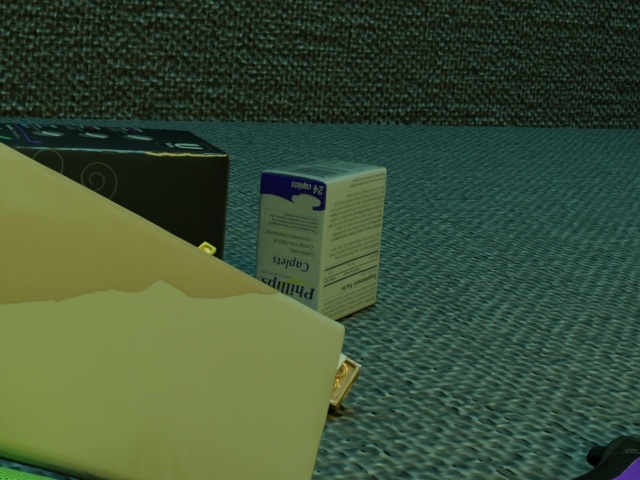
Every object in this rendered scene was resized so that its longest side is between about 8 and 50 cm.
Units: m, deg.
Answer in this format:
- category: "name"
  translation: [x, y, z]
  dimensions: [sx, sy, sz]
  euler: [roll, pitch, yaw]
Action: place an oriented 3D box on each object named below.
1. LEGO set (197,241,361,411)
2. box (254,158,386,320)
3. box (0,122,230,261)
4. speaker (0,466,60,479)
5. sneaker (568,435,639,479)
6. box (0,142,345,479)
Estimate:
- category: "LEGO set"
  translation: [-0.118, 0.078, 0.941]
  dimensions: [0.287, 0.107, 0.132]
  euler: [7, 46, -11]
- category: "box"
  translation: [0.000, 0.000, 1.165]
  dimensions: [0.072, 0.137, 0.126]
  euler: [10, 13, 27]
- category: "box"
  translation: [-0.225, -0.009, 1.047]
  dimensions: [0.270, 0.165, 0.143]
  euler: [0, 13, -21]
- category: "speaker"
  translation: [-0.110, 0.148, 0.466]
  dimensions: [0.296, 0.131, 0.131]
  euler: [9, 13, 17]
- category: "sneaker"
  translation: [0.212, 0.146, 0.657]
  dimensions: [0.293, 0.102, 0.146]
  euler: [-2, 13, -28]
- category: "box"
  translation: [-0.134, 0.049, 0.615]
  dimensions: [0.148, 0.121, 0.311]
  euler: [6, -16, 34]
